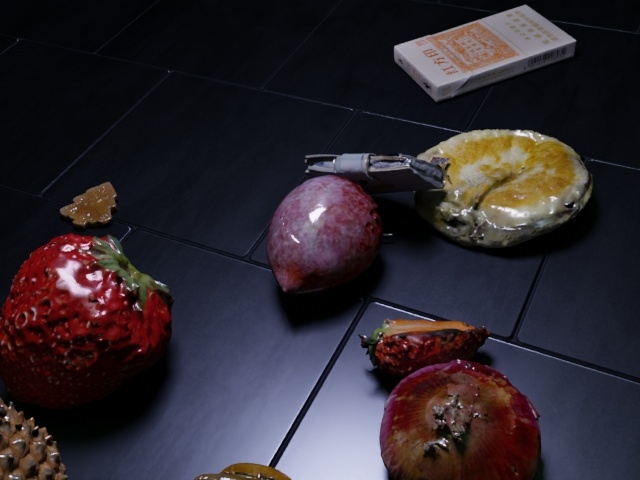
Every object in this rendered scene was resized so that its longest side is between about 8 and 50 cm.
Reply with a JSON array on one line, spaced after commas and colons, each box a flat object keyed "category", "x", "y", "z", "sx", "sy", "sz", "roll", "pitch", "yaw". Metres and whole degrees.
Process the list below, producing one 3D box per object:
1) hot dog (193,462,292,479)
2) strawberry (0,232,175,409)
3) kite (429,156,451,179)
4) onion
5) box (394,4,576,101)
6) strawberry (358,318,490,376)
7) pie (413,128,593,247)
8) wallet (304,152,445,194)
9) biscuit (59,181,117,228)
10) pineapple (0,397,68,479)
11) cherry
[{"category": "hot dog", "x": -0.104, "y": 0.345, "z": 1.091, "sx": 0.140, "sy": 0.060, "sz": 0.090, "roll": 6, "pitch": 41, "yaw": 19}, {"category": "strawberry", "x": -0.378, "y": 0.140, "z": 1.228, "sx": 0.277, "sy": 0.257, "sz": 0.257, "roll": -51, "pitch": 52, "yaw": 4}, {"category": "kite", "x": 0.224, "y": -0.137, "z": 1.493, "sx": 0.044, "sy": 0.002, "sz": 0.078, "roll": -7, "pitch": 41, "yaw": 13}, {"category": "onion", "x": 0.184, "y": 0.253, "z": 1.072, "sx": 0.230, "sy": 0.163, "sz": 0.230, "roll": -13, "pitch": 43, "yaw": 12}, {"category": "box", "x": 0.378, "y": -0.438, "z": 1.831, "sx": 0.365, "sy": 0.051, "sz": 0.205, "roll": -21, "pitch": 46, "yaw": -13}, {"category": "strawberry", "x": 0.155, "y": 0.167, "z": 1.217, "sx": 0.192, "sy": 0.085, "sz": 0.140, "roll": -3, "pitch": 3, "yaw": -35}, {"category": "pie", "x": 0.336, "y": -0.106, "z": 1.483, "sx": 0.339, "sy": 0.077, "sz": 0.339, "roll": -9, "pitch": 40, "yaw": 8}, {"category": "wallet", "x": 0.096, "y": -0.126, "z": 1.433, "sx": 0.231, "sy": 0.170, "sz": 0.069, "roll": -1, "pitch": 78, "yaw": 35}, {"category": "biscuit", "x": -0.453, "y": -0.070, "z": 1.589, "sx": 0.119, "sy": 0.019, "sz": 0.130, "roll": 11, "pitch": 48, "yaw": 18}, {"category": "pineapple", "x": -0.473, "y": 0.266, "z": 1.010, "sx": 0.222, "sy": 0.357, "sz": 0.223, "roll": -6, "pitch": 45, "yaw": 6}, {"category": "cherry", "x": 0.000, "y": 0.000, "z": 1.352, "sx": 0.192, "sy": 0.175, "sz": 0.250, "roll": 32, "pitch": 55, "yaw": 7}]
